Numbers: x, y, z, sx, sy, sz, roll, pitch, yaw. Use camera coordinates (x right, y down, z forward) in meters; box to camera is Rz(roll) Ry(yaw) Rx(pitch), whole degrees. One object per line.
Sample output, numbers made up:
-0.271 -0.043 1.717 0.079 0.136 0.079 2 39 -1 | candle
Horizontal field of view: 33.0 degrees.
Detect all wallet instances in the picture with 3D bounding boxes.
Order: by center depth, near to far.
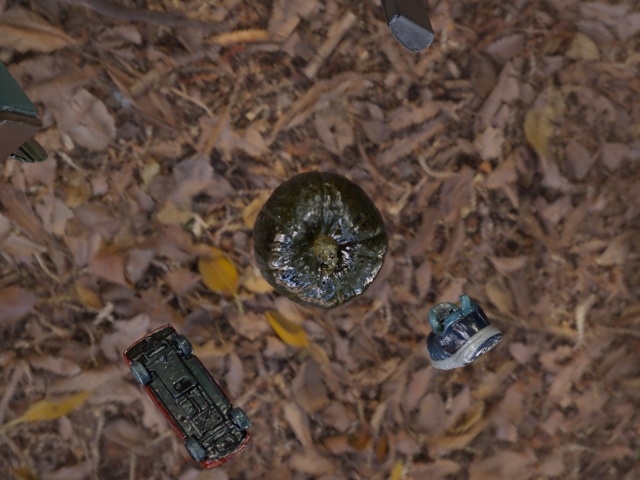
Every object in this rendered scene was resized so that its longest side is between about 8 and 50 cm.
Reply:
-0.504 -0.168 1.611 0.160 0.236 0.055 18 84 -1 | wallet

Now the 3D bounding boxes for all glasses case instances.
0.120 -0.341 1.586 0.072 0.190 0.042 34 116 -23 | glasses case

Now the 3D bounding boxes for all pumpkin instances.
0.000 0.000 1.721 0.224 0.157 0.223 -1 97 -9 | pumpkin

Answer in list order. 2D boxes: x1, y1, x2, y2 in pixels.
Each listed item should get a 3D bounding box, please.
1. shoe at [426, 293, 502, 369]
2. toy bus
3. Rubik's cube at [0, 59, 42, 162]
0.148 0.101 1.200 0.064 0.143 0.071 -30 87 -14 | shoe
-0.169 0.206 1.376 0.081 0.195 0.089 -33 159 -21 | toy bus
-0.415 -0.124 0.891 0.221 0.231 0.224 -39 172 10 | Rubik's cube
